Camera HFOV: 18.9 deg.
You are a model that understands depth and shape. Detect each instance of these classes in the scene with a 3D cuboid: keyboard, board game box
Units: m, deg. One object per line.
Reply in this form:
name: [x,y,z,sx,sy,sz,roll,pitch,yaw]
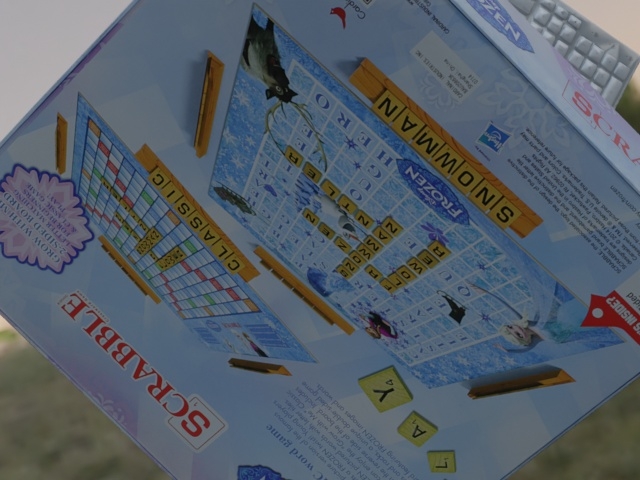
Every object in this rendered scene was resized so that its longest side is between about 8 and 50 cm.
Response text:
keyboard: [0.092,-0.152,1.220,0.072,0.256,0.014,-64,20,-13]
board game box: [0.000,0.000,1.012,0.318,0.319,0.066,-41,7,27]
